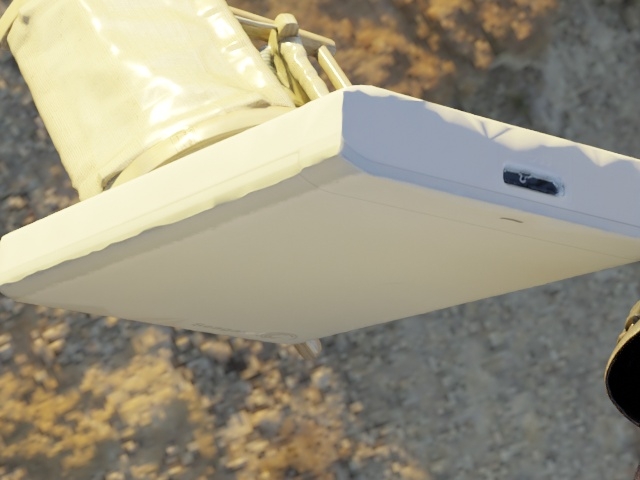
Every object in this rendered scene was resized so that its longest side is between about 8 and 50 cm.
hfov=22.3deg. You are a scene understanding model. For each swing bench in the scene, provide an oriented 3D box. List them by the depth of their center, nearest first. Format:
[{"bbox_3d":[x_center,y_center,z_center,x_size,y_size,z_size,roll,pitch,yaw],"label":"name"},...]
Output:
[{"bbox_3d":[-0.073,-0.085,1.190,0.255,0.165,0.253,35,17,-45],"label":"swing bench"}]

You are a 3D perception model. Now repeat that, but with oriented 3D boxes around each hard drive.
[{"bbox_3d":[0.000,0.000,0.795,0.203,0.307,0.040,12,72,-34],"label":"hard drive"}]

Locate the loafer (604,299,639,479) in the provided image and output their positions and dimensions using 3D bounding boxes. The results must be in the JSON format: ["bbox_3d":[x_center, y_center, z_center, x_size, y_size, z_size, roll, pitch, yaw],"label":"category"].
[{"bbox_3d":[0.180,0.063,0.795,0.302,0.095,0.109,-82,168,-72],"label":"loafer"}]
